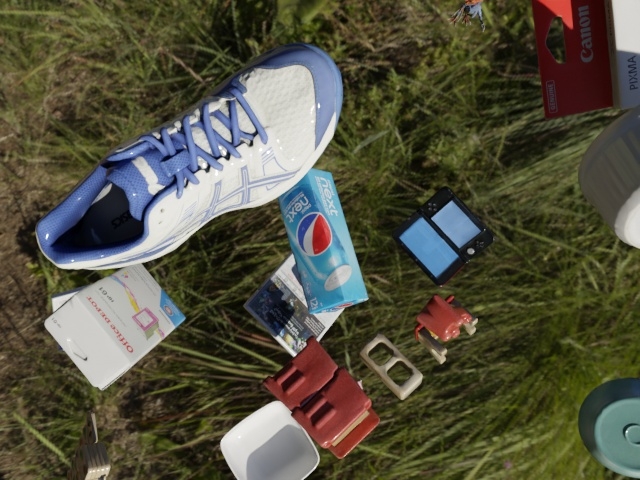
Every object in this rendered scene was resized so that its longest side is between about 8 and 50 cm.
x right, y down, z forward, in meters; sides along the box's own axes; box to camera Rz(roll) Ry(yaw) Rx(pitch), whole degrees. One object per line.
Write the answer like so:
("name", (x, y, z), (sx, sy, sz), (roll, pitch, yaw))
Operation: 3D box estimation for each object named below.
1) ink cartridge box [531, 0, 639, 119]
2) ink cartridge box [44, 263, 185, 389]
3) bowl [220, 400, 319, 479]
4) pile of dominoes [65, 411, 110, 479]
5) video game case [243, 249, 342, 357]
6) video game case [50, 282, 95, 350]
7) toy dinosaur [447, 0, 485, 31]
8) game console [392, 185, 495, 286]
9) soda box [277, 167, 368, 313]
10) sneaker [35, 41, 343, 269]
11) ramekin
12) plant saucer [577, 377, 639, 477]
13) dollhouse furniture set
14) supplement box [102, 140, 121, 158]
("ink cartridge box", (0.533, -0.386, 1.046), (0.066, 0.261, 0.296), (-48, 127, -70))
("ink cartridge box", (-0.208, 0.083, 0.598), (0.088, 0.052, 0.122), (52, 19, -4))
("bowl", (-0.087, 0.366, 1.010), (0.142, 0.142, 0.053), (55, -4, 8))
("pile of dominoes", (-0.446, 0.468, 1.058), (0.040, 0.251, 0.196), (6, 32, -39))
("video game case", (-0.051, 0.142, 1.265), (0.173, 0.022, 0.190), (-50, 115, -20))
("video game case", (-0.475, 0.151, 1.205), (0.157, 0.143, 0.019), (-17, 42, -36))
("toy dinosaur", (0.223, -0.356, 0.871), (0.047, 0.082, 0.090), (6, 74, -10))
("game console", (0.235, -0.008, 1.100), (0.144, 0.124, 0.085), (48, 41, 4))
("soda box", (0.000, 0.000, 0.864), (0.071, 0.067, 0.210), (6, 64, -56))
("sneaker", (-0.108, -0.058, 0.492), (0.112, 0.296, 0.131), (54, 15, 0))
("ramekin", (0.552, -0.094, 0.882), (0.273, 0.273, 0.127), (31, 40, -39))
("plant saucer", (0.355, 0.216, 0.649), (0.119, 0.119, 0.021), (65, 25, 3))
("dollhouse furniture set", (0.104, 0.203, 1.037), (0.152, 0.374, 0.201), (44, -13, 25))
("supplement box", (-0.465, -0.106, 1.409), (0.191, 0.194, 0.129), (30, 7, -27))
